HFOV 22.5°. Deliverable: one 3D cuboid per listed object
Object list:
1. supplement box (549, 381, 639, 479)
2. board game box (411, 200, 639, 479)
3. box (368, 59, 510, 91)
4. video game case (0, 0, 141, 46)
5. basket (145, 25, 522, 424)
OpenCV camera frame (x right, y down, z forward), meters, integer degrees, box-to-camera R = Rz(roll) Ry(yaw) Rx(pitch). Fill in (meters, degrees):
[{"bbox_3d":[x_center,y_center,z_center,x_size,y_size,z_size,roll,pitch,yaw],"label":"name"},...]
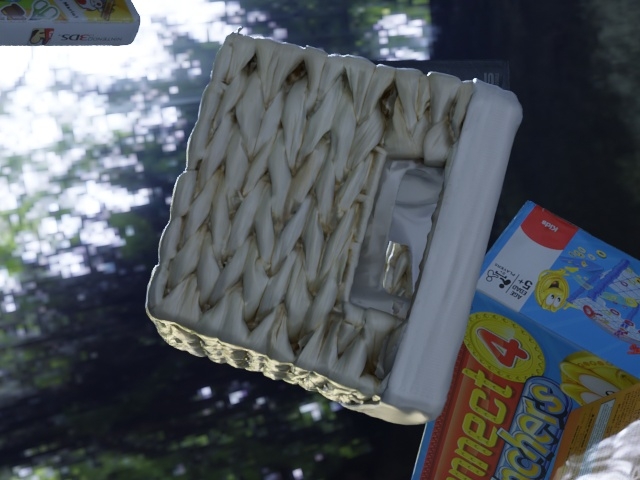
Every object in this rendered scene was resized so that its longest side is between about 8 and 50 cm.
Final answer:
[{"bbox_3d":[0.194,0.120,0.849,0.233,0.078,0.080,127,-14,-70],"label":"supplement box"},{"bbox_3d":[0.221,0.163,1.081,0.302,0.086,0.308,29,-36,17],"label":"board game box"},{"bbox_3d":[0.052,-0.091,1.312,0.232,0.183,0.059,85,4,-80],"label":"box"},{"bbox_3d":[-0.236,-0.195,0.931,0.227,0.206,0.026,61,-40,32],"label":"video game case"},{"bbox_3d":[0.000,0.000,0.585,0.167,0.103,0.113,108,-2,-83],"label":"basket"}]
